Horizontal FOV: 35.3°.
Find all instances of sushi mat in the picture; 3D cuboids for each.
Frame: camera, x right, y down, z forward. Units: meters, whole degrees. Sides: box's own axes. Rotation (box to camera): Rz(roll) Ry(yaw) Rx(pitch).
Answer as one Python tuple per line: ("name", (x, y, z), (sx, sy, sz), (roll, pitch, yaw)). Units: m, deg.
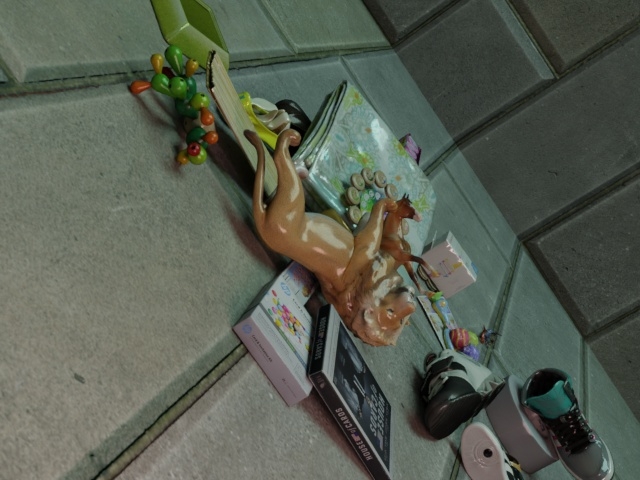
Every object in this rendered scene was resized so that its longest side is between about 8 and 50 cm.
("sushi mat", (-0.124, -0.177, 1.765), (0.151, 0.019, 0.317), (-95, 162, -52))

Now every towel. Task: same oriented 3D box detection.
("towel", (0.099, -0.107, 2.059), (0.374, 0.090, 0.321), (50, 42, -24))

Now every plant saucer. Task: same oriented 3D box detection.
("plant saucer", (-0.247, -0.419, 1.933), (0.188, 0.045, 0.188), (29, 33, -54))

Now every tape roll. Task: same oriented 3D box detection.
("tape roll", (0.460, 0.418, 2.300), (0.219, 0.072, 0.219), (49, 19, -24))

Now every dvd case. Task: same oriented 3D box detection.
("dvd case", (0.054, 0.240, 1.566), (0.239, 0.029, 0.179), (59, 19, -24))

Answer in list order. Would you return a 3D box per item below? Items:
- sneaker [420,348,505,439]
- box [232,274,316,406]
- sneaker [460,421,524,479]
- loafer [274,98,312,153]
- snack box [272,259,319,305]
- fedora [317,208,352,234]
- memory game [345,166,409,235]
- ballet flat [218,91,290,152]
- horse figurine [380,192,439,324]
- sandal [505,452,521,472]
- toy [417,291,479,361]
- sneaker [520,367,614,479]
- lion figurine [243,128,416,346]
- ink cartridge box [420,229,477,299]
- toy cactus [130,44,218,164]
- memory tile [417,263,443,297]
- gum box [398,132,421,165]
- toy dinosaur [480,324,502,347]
("sneaker", (0.240, 0.282, 1.937), (0.146, 0.122, 0.330), (43, 15, 17))
("box", (-0.053, 0.146, 1.509), (0.145, 0.038, 0.186), (55, 18, -7))
("sneaker", (0.337, 0.441, 1.961), (0.217, 0.079, 0.121), (65, 15, -3))
("loafer", (-0.027, -0.191, 2.085), (0.220, 0.080, 0.078), (43, 32, -23))
("snack box", (-0.041, 0.072, 1.682), (0.064, 0.022, 0.178), (54, 19, -4))
("fedora", (0.019, 0.000, 1.834), (0.194, 0.079, 0.194), (54, 12, -17))
("memory game", (0.113, -0.055, 1.971), (0.186, 0.012, 0.186), (23, 57, -41))
("ballet flat", (-0.103, -0.226, 1.927), (0.231, 0.077, 0.077), (26, 35, -58))
("horse figurine", (0.122, 0.067, 1.816), (0.066, 0.263, 0.174), (-6, 49, -43))
("sandal", (0.380, 0.457, 2.070), (0.180, 0.049, 0.072), (62, 19, 15))
("toy", (0.316, 0.219, 2.277), (0.137, 0.056, 0.237), (7, 50, -57))
("sneaker", (0.536, 0.392, 2.217), (0.178, 0.123, 0.295), (47, 12, -41))
("lion figurine", (0.000, 0.000, 1.673), (0.392, 0.142, 0.240), (30, 63, -15))
("ink cartridge box", (0.302, 0.051, 2.429), (0.143, 0.090, 0.092), (54, 18, -5))
("toy cactus", (-0.214, -0.199, 1.612), (0.219, 0.112, 0.180), (63, 0, 24))
("memory tile", (0.268, 0.081, 2.461), (0.113, 0.012, 0.148), (51, 19, -19))
("gum box", (0.199, -0.208, 2.607), (0.062, 0.107, 0.188), (53, 19, -11))
("toy dinosaur", (0.421, 0.245, 2.568), (0.082, 0.047, 0.090), (22, 5, -46))
